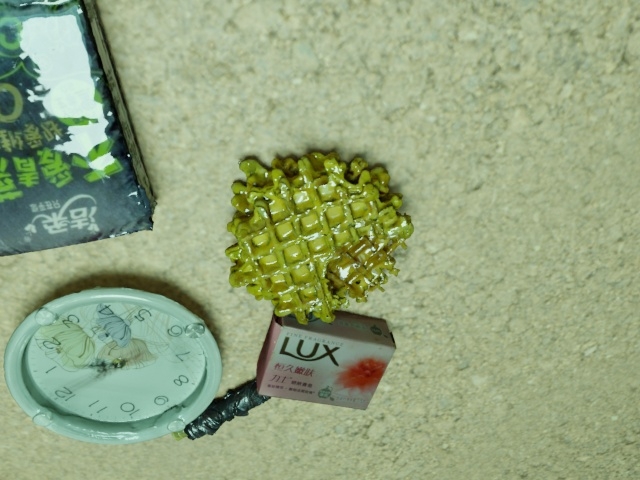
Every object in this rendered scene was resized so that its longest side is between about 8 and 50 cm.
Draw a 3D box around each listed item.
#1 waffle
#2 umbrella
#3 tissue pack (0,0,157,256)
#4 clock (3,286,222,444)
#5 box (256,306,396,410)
[{"bbox_3d":[0.000,0.000,0.616,0.197,0.070,0.193,6,119,-12],"label":"waffle"},{"bbox_3d":[-0.127,0.220,0.748,0.143,0.040,0.037,-29,129,10],"label":"umbrella"},{"bbox_3d":[-0.257,-0.106,0.512,0.173,0.073,0.236,-10,122,-2],"label":"tissue pack"},{"bbox_3d":[-0.232,0.140,0.675,0.236,0.053,0.237,-5,123,-7],"label":"clock"},{"bbox_3d":[0.005,0.140,0.709,0.156,0.060,0.111,11,117,-16],"label":"box"}]
